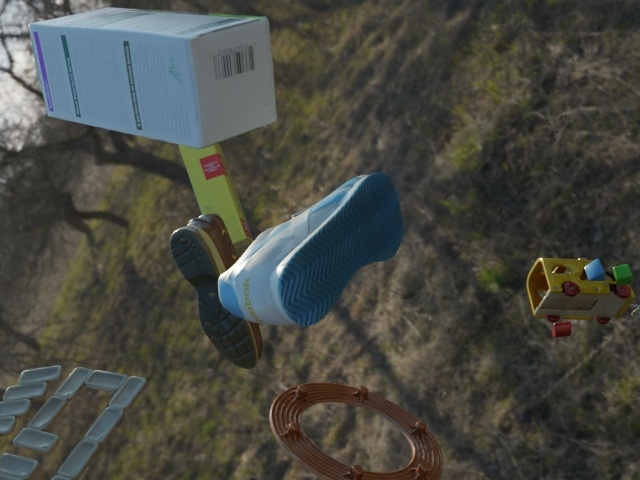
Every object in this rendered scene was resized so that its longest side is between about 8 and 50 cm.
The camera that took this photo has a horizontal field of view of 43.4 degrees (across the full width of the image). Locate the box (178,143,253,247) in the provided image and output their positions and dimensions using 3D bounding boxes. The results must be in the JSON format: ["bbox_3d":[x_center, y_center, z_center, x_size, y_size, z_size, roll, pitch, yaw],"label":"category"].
[{"bbox_3d":[-0.175,-0.099,1.293,0.058,0.232,0.087,-19,-6,2],"label":"box"}]

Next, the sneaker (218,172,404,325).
[{"bbox_3d":[0.000,0.000,0.737,0.092,0.087,0.229,-4,21,38],"label":"sneaker"}]

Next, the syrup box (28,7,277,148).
[{"bbox_3d":[-0.158,-0.156,0.737,0.237,0.093,0.096,17,122,38],"label":"syrup box"}]

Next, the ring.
[{"bbox_3d":[0.071,0.353,1.491,0.336,0.337,0.032,-108,34,-67],"label":"ring"}]

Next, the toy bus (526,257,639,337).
[{"bbox_3d":[0.483,0.084,1.478,0.191,0.202,0.104,-26,47,26],"label":"toy bus"}]

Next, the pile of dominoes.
[{"bbox_3d":[-0.366,0.264,1.048,0.251,0.196,0.040,-57,-33,-48],"label":"pile of dominoes"}]

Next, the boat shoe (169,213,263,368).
[{"bbox_3d":[-0.096,0.053,0.847,0.064,0.178,0.060,-2,28,35],"label":"boat shoe"}]
